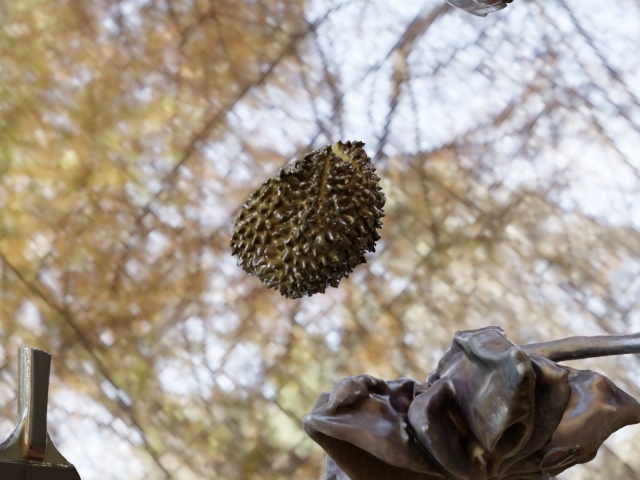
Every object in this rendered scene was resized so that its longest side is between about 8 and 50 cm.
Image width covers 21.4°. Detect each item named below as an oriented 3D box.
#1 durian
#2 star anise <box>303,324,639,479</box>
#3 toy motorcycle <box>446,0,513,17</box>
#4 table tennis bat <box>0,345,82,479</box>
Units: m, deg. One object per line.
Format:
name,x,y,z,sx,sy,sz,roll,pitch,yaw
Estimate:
durian,0.000,0.000,1.520,0.148,0.091,0.188,-24,-30,-31
star anise,0.086,0.103,0.926,0.231,0.089,0.209,-16,-30,-31
toy motorcycle,0.154,-0.235,1.278,0.073,0.152,0.225,41,-51,-13
table tennis bat,-0.222,0.191,1.299,0.130,0.019,0.220,19,-114,-54
